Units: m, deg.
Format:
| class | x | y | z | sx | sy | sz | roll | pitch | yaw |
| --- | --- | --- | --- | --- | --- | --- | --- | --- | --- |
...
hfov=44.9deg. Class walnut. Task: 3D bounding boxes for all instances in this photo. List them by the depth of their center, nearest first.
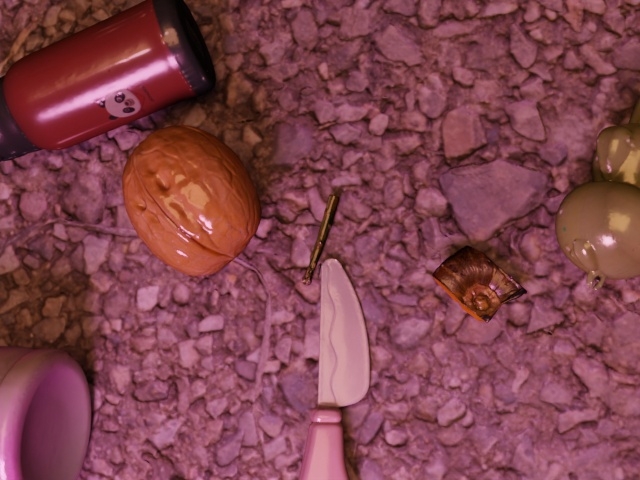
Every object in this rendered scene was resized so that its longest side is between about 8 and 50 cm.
| class | x | y | z | sx | sy | sz | roll | pitch | yaw |
| --- | --- | --- | --- | --- | --- | --- | --- | --- | --- |
| walnut | -0.168 | -0.055 | 1.000 | 0.165 | 0.165 | 0.197 | -33 | 85 | 3 |

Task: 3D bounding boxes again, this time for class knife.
| class | x | y | z | sx | sy | sz | roll | pitch | yaw |
| --- | --- | --- | --- | --- | --- | --- | --- | --- | --- |
| knife | 0.023 | 0.188 | 0.991 | 0.081 | 0.043 | 0.336 | 6 | 80 | -2 |

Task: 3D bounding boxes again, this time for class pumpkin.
| class | x | y | z | sx | sy | sz | roll | pitch | yaw |
| --- | --- | --- | --- | --- | --- | --- | --- | --- | --- |
| pumpkin | 0.201 | 0.057 | 0.988 | 0.073 | 0.035 | 0.101 | -42 | 74 | -11 |

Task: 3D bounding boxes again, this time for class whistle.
| class | x | y | z | sx | sy | sz | roll | pitch | yaw |
| --- | --- | --- | --- | --- | --- | --- | --- | --- | --- |
| whistle | 0.367 | -0.074 | 0.951 | 0.141 | 0.141 | 0.294 | 14 | 65 | 11 |

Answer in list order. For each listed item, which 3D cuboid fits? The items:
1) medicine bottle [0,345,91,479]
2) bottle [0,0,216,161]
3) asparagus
| class | x | y | z | sx | sy | sz | roll | pitch | yaw |
| --- | --- | --- | --- | --- | --- | --- | --- | --- | --- |
| medicine bottle | -0.481 | 0.232 | 0.974 | 0.325 | 0.212 | 0.212 | 2 | 82 | 9 |
| bottle | -0.320 | -0.210 | 1.052 | 0.335 | 0.144 | 0.144 | -21 | 79 | 5 |
| asparagus | 0.000 | 0.000 | 1.035 | 0.015 | 0.018 | 0.127 | 12 | 81 | 44 |
